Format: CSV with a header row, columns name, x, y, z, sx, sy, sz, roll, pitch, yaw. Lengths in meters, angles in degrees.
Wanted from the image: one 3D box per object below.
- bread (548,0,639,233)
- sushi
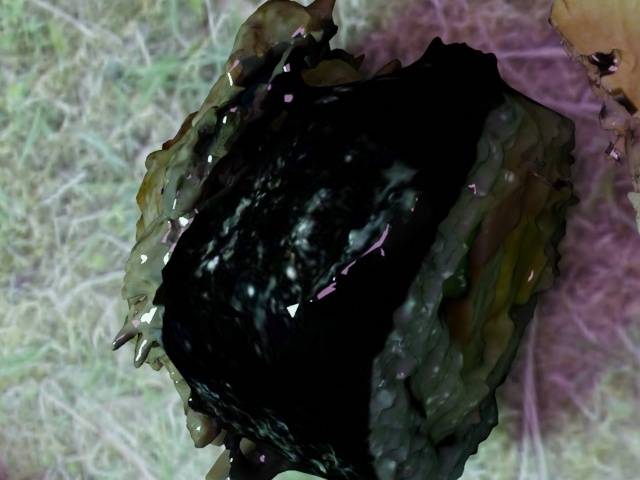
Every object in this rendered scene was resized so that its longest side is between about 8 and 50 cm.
name,x,y,z,sx,sy,sz,roll,pitch,yaw
bread,0.204,-0.101,0.913,0.182,0.039,0.251,-28,52,17
sushi,-0.005,-0.002,0.948,0.219,0.225,0.238,30,66,31
